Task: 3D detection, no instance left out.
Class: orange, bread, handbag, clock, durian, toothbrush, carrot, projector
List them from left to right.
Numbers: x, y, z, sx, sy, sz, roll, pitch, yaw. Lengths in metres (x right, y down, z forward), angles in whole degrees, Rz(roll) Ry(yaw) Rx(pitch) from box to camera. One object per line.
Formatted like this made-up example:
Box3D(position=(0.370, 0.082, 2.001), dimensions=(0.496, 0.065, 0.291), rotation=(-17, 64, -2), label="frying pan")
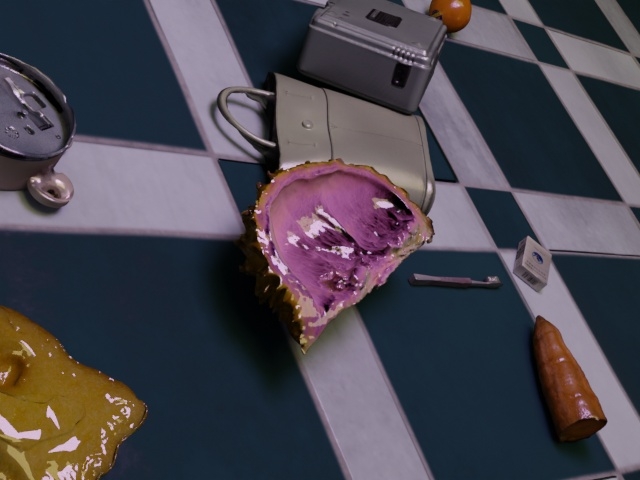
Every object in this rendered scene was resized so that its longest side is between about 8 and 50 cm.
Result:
Box3D(position=(-0.276, 0.140, 0.874), dimensions=(0.233, 0.088, 0.161), rotation=(38, 31, -5), label="bread")
Box3D(position=(-0.337, -0.131, 1.098), dimensions=(0.229, 0.063, 0.155), rotation=(50, 37, 4), label="clock")
Box3D(position=(-0.002, -0.127, 1.435), dimensions=(0.315, 0.109, 0.241), rotation=(13, 44, -18), label="handbag")
Box3D(position=(0.001, -0.001, 1.252), dimensions=(0.191, 0.112, 0.341), rotation=(45, 41, 5), label="durian")
Box3D(position=(0.084, -0.296, 1.570), dimensions=(0.192, 0.099, 0.257), rotation=(20, 26, 4), label="projector")
Box3D(position=(0.245, -0.432, 1.957), dimensions=(0.083, 0.083, 0.084), rotation=(26, 40, -24), label="orange")
Box3D(position=(0.196, 0.058, 1.478), dimensions=(0.194, 0.014, 0.017), rotation=(2, 53, -43), label="toothbrush")
Box3D(position=(0.336, 0.182, 1.452), dimensions=(0.072, 0.072, 0.205), rotation=(21, 40, -30), label="carrot")

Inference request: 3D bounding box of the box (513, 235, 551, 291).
Box3D(position=(0.332, 0.036, 1.627), dimensions=(0.054, 0.024, 0.083), rotation=(37, 37, -8), label="box")
